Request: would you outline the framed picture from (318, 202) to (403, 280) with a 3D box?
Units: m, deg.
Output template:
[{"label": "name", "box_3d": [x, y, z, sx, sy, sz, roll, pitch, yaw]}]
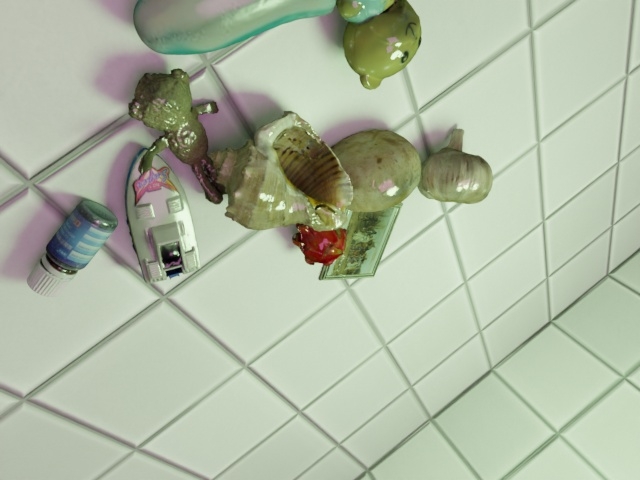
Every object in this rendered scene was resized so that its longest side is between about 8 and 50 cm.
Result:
[{"label": "framed picture", "box_3d": [0.122, 0.005, 1.324, 0.217, 0.017, 0.274, -2, 122, -32]}]

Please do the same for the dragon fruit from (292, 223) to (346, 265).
[{"label": "dragon fruit", "box_3d": [0.000, 0.000, 1.162, 0.136, 0.133, 0.166, -40, 136, 7]}]

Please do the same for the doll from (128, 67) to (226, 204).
[{"label": "doll", "box_3d": [-0.257, -0.202, 0.895, 0.286, 0.091, 0.202, 27, 96, -52]}]

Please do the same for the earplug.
[{"label": "earplug", "box_3d": [-0.157, -0.414, 0.749, 0.324, 0.185, 0.184, -27, 132, -7]}]

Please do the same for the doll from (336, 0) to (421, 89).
[{"label": "doll", "box_3d": [0.109, -0.450, 0.891, 0.177, 0.162, 0.260, -50, 136, -23]}]

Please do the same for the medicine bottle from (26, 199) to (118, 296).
[{"label": "medicine bottle", "box_3d": [-0.494, 0.019, 0.891, 0.203, 0.083, 0.084, -50, 133, 8]}]

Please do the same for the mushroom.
[{"label": "mushroom", "box_3d": [0.139, -0.148, 1.108, 0.254, 0.189, 0.194, -21, 128, -13]}]

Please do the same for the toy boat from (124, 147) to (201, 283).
[{"label": "toy boat", "box_3d": [-0.337, -0.049, 0.940, 0.129, 0.088, 0.294, -16, 121, -25]}]

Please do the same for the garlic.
[{"label": "garlic", "box_3d": [0.371, -0.209, 1.241, 0.219, 0.219, 0.211, 7, 88, -36]}]

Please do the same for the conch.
[{"label": "conch", "box_3d": [-0.083, -0.135, 0.978, 0.324, 0.186, 0.262, 26, 88, -40]}]
